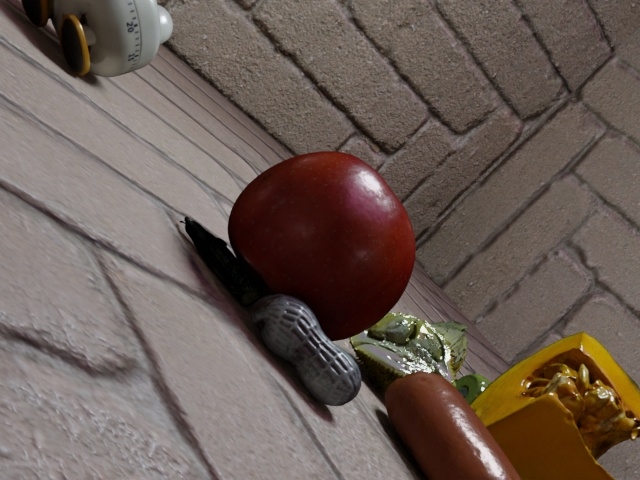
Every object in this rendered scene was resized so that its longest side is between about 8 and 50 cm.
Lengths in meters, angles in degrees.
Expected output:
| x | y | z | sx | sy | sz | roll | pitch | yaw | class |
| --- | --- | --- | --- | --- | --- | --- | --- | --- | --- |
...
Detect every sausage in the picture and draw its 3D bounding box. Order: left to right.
| x | y | z | sx | sy | sz | roll | pitch | yaw | class |
| --- | --- | --- | --- | --- | --- | --- | --- | --- | --- |
| 0.172 | 0.272 | 1.250 | 0.113 | 0.113 | 0.259 | 39 | 10 | -39 | sausage |

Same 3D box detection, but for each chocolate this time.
| x | y | z | sx | sy | sz | roll | pitch | yaw | class |
| --- | --- | --- | --- | --- | --- | --- | --- | --- | --- |
| -0.017 | 0.131 | 1.125 | 0.167 | 0.072 | 0.072 | 47 | 7 | 11 | chocolate |

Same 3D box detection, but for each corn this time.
| x | y | z | sx | sy | sz | roll | pitch | yaw | class |
| --- | --- | --- | --- | --- | --- | --- | --- | --- | --- |
| 0.194 | 0.197 | 1.652 | 0.122 | 0.123 | 0.305 | 30 | 6 | 15 | corn |

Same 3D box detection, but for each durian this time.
| x | y | z | sx | sy | sz | roll | pitch | yaw | class |
| --- | --- | --- | --- | --- | --- | --- | --- | --- | --- |
| 0.145 | 0.196 | 1.446 | 0.208 | 0.146 | 0.102 | 38 | -39 | 25 | durian |

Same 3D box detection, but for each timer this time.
| x | y | z | sx | sy | sz | roll | pitch | yaw | class |
| --- | --- | --- | --- | --- | --- | --- | --- | --- | --- |
| -0.347 | -0.395 | 1.557 | 0.233 | 0.240 | 0.233 | 34 | -41 | 37 | timer |

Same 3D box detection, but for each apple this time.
| x | y | z | sx | sy | sz | roll | pitch | yaw | class |
| --- | --- | --- | --- | --- | --- | --- | --- | --- | --- |
| 0.000 | 0.000 | 1.251 | 0.260 | 0.217 | 0.260 | 50 | -10 | 13 | apple |

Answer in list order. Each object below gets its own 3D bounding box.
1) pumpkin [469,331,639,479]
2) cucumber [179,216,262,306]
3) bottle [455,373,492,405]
| x | y | z | sx | sy | sz | roll | pitch | yaw | class |
| --- | --- | --- | --- | --- | --- | --- | --- | --- | --- |
| 0.377 | 0.314 | 1.477 | 0.303 | 0.256 | 0.225 | -34 | 88 | -46 | pumpkin |
| -0.136 | 0.018 | 1.218 | 0.163 | 0.039 | 0.043 | 50 | -13 | 21 | cucumber |
| 0.332 | 0.354 | 1.656 | 0.260 | 0.112 | 0.112 | 43 | 8 | -18 | bottle |
